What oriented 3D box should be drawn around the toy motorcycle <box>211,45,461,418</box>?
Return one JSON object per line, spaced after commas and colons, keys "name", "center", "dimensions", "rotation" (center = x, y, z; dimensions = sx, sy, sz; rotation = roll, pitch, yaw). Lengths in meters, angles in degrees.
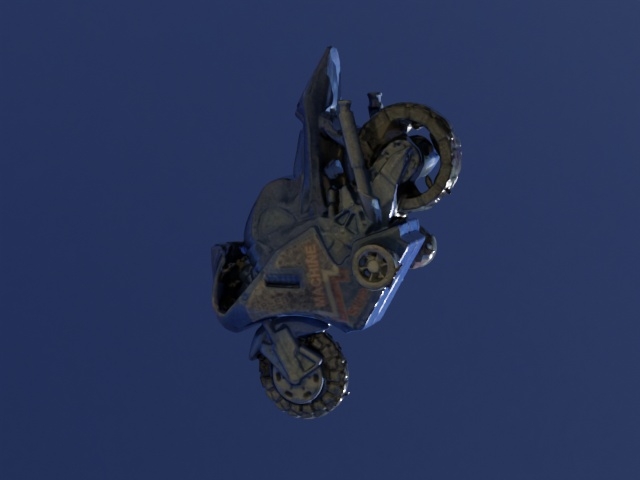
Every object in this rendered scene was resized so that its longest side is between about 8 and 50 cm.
{"name": "toy motorcycle", "center": [0.000, 0.000, 1.097], "dimensions": [0.114, 0.205, 0.076], "rotation": [31, -160, 14]}
